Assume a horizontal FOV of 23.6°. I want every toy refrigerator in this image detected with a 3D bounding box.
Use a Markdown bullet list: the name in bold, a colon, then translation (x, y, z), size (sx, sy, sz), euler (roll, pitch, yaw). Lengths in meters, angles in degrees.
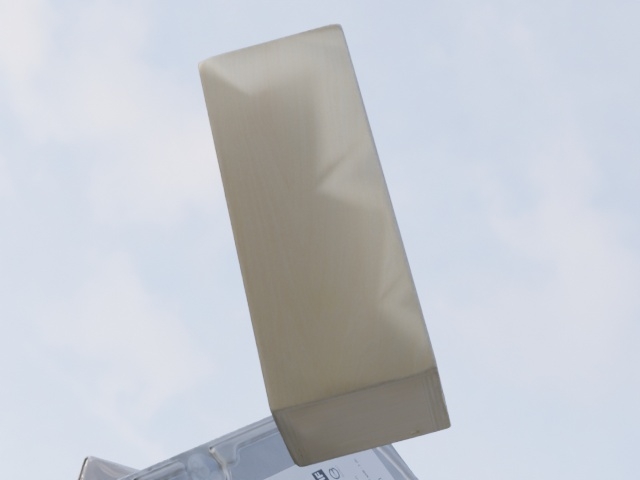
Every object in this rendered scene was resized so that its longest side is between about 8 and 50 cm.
- **toy refrigerator**: translation (0.000, 0.000, 0.983), size (0.102, 0.269, 0.094), euler (-16, -32, 2)

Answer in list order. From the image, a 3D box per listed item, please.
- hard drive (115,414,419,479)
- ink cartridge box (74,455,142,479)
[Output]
- **hard drive**: translation (-0.019, 0.247, 1.114), size (0.237, 0.339, 0.064), euler (52, -57, 16)
- **ink cartridge box**: translation (-0.153, 0.271, 1.277), size (0.148, 0.085, 0.203), euler (18, -35, -9)
